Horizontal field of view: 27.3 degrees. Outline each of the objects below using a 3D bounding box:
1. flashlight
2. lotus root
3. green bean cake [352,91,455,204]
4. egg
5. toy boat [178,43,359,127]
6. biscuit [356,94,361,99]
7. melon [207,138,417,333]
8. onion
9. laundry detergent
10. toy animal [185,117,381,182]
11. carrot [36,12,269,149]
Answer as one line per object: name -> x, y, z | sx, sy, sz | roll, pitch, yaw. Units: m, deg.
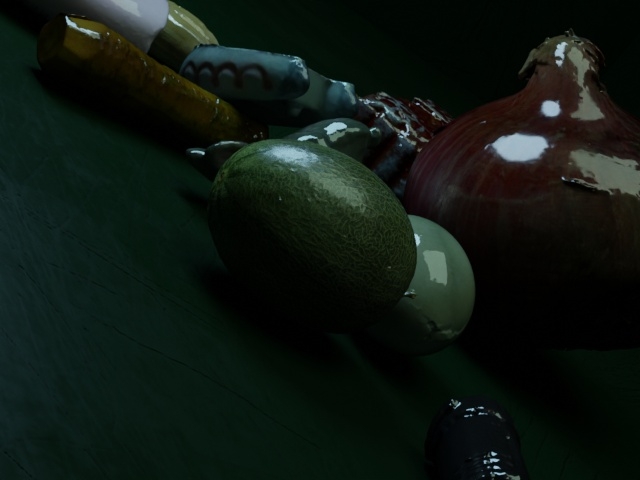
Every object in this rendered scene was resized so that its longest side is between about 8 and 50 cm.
flashlight -> 0.115, 0.173, 0.886 | 0.093, 0.093, 0.232 | 37, 11, -5
lotus root -> -0.170, -0.232, 1.501 | 0.150, 0.062, 0.073 | 36, 36, -4
green bean cake -> 0.140, -0.121, 1.814 | 0.198, 0.097, 0.233 | 42, 22, 7
egg -> 0.077, 0.040, 1.147 | 0.114, 0.114, 0.152 | 31, 18, -28
toy boat -> -0.063, -0.145, 1.333 | 0.208, 0.078, 0.134 | 12, -2, 42
biscuit -> 0.073, -0.172, 1.990 | 0.220, 0.033, 0.220 | 35, 17, -12
melon -> 0.000, 0.000, 1.030 | 0.192, 0.139, 0.139 | 34, 14, -23
onion -> 0.263, -0.018, 1.434 | 0.354, 0.353, 0.353 | 36, 14, -10
laundry detergent -> -0.307, -0.294, 1.292 | 0.335, 0.088, 0.159 | 33, 10, -21
toy animal -> -0.035, -0.050, 1.231 | 0.236, 0.138, 0.108 | -16, 96, -47
carrot -> -0.149, -0.133, 1.226 | 0.260, 0.070, 0.070 | 27, 18, -41
